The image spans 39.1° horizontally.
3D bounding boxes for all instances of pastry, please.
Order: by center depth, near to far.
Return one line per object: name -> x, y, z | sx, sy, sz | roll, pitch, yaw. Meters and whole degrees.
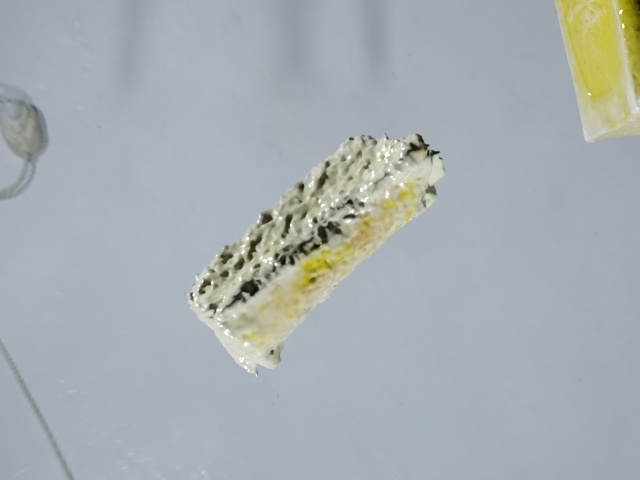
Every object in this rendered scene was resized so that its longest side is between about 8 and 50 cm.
pastry -> -0.003, -0.001, 0.786 | 0.258, 0.121, 0.089 | -47, 68, -3

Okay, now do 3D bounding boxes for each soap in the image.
soap -> 0.351, -0.287, 1.076 | 0.091, 0.199, 0.315 | -10, 86, -3
